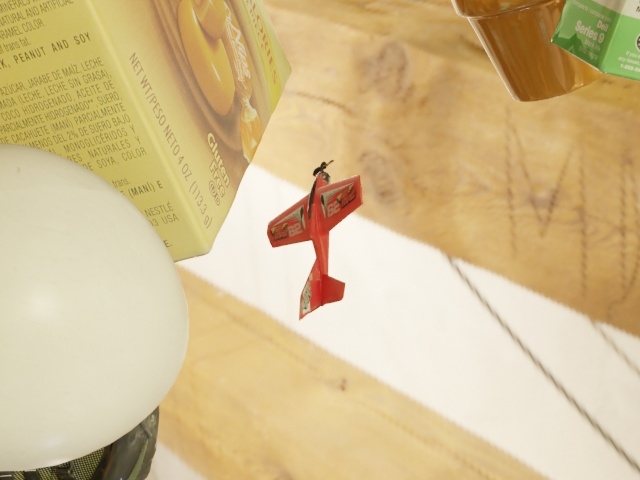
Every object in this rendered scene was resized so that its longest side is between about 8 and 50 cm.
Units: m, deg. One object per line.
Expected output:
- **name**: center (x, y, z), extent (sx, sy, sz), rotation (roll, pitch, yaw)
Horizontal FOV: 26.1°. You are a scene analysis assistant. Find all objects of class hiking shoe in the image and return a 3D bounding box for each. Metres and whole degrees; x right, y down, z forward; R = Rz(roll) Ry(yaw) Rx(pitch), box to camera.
- **hiking shoe**: center (-0.201, 0.139, 0.892), extent (0.227, 0.114, 0.086), rotation (-29, -120, 35)

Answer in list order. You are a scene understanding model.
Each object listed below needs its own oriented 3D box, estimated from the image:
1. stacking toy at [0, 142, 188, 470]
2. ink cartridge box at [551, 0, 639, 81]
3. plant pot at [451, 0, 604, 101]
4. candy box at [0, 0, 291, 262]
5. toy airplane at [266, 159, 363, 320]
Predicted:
- **stacking toy**: center (-0.271, -0.018, 0.439), extent (0.350, 0.480, 0.350), rotation (-43, -141, 48)
- **ink cartridge box**: center (0.416, -0.320, 1.541), extent (0.121, 0.211, 0.289), rotation (-128, -129, -60)
- **plant pot**: center (0.286, -0.290, 1.795), extent (0.205, 0.205, 0.188), rotation (6, -59, 56)
- **candy box**: center (-0.121, -0.160, 0.584), extent (0.088, 0.183, 0.316), rotation (-15, -62, 19)
- **toy airplane**: center (0.000, 0.000, 1.197), extent (0.151, 0.028, 0.151), rotation (-35, -134, 47)
